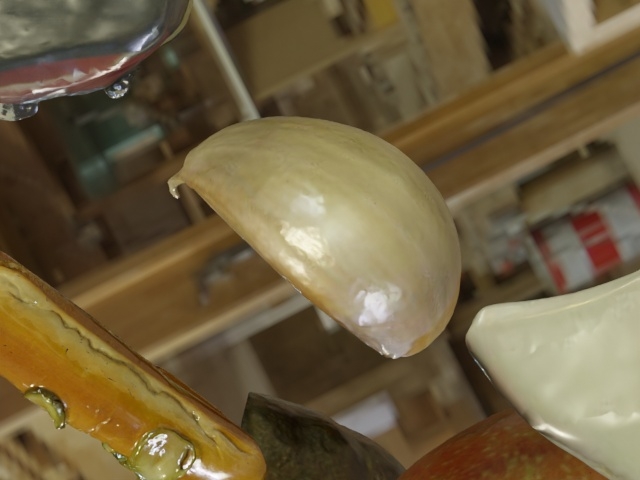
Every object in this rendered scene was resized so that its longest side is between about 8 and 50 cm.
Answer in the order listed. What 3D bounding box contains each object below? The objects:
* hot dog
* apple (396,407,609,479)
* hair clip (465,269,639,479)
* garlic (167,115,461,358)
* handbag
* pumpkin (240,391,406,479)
[{"bbox_3d":[-0.139,0.093,1.199,0.269,0.072,0.109,39,177,-13],"label":"hot dog"},{"bbox_3d":[0.156,0.217,0.930,0.277,0.319,0.319,96,149,-59],"label":"apple"},{"bbox_3d":[0.191,0.075,0.475,0.113,0.172,0.282,2,-134,-51],"label":"hair clip"},{"bbox_3d":[0.000,-0.010,1.455,0.245,0.145,0.164,36,147,4],"label":"garlic"},{"bbox_3d":[-0.222,-0.189,1.459,0.181,0.255,0.181,-74,-28,-86],"label":"handbag"},{"bbox_3d":[0.019,0.177,1.410,0.254,0.131,0.149,-45,-52,-80],"label":"pumpkin"}]
